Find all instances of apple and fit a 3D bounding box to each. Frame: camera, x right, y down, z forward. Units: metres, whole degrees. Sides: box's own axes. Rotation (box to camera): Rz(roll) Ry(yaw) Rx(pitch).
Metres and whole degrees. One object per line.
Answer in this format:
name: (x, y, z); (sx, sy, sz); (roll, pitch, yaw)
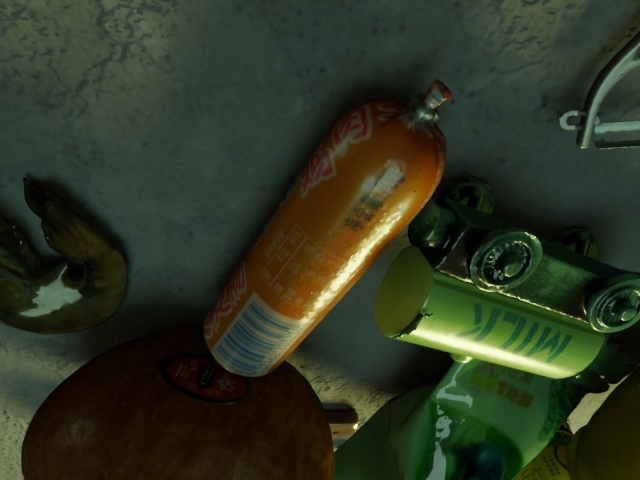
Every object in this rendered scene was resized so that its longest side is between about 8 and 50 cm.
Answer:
apple: (-0.135, 0.226, 0.534); (0.309, 0.250, 0.277); (38, 146, -3)

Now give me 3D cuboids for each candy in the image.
candy: (0.180, 0.232, 0.608); (0.263, 0.172, 0.398); (27, 114, -36)

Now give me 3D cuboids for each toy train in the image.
toy train: (0.166, 0.052, 0.441); (0.254, 0.105, 0.157); (19, 116, -24)

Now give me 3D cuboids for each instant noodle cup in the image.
instant noodle cup: (0.327, 0.336, 0.725); (0.152, 0.122, 0.151); (-4, 119, -8)

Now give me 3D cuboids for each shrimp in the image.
shrimp: (-0.251, 0.013, 0.428); (0.146, 0.059, 0.254); (-1, 136, -6)

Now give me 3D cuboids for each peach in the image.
peach: (0.412, 0.236, 0.585); (0.251, 0.153, 0.251); (-21, 133, -24)

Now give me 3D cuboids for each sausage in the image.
sausage: (0.000, 0.000, 0.407); (0.093, 0.092, 0.312); (20, 131, -22)

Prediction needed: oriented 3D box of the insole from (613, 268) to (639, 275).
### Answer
insole: (0.310, 0.048, 0.526); (0.153, 0.002, 0.053); (5, 117, -12)

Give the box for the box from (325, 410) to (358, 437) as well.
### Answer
box: (-0.003, 0.272, 0.729); (0.115, 0.025, 0.048); (2, 137, -6)

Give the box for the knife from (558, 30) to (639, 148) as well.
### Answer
knife: (0.215, -0.175, 0.269); (0.124, 0.053, 0.277); (-5, 135, 8)
